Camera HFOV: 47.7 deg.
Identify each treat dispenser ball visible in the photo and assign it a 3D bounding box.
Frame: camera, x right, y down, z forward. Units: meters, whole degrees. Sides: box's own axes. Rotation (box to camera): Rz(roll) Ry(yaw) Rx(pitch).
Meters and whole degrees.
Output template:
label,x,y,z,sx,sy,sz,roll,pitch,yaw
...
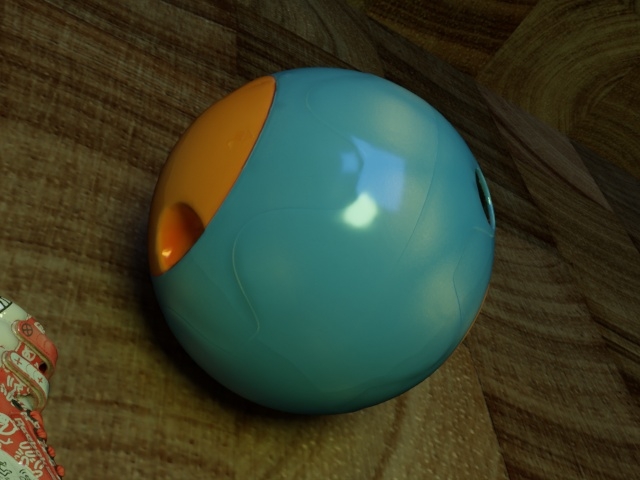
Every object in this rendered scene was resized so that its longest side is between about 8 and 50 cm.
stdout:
label,x,y,z,sx,sy,sz,roll,pitch,yaw
treat dispenser ball,0.000,0.000,0.613,0.288,0.288,0.288,27,33,-20

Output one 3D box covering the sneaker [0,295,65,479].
label,x,y,z,sx,sy,sz,roll,pitch,yaw
sneaker,-0.190,0.127,0.444,0.270,0.090,0.145,37,34,2
